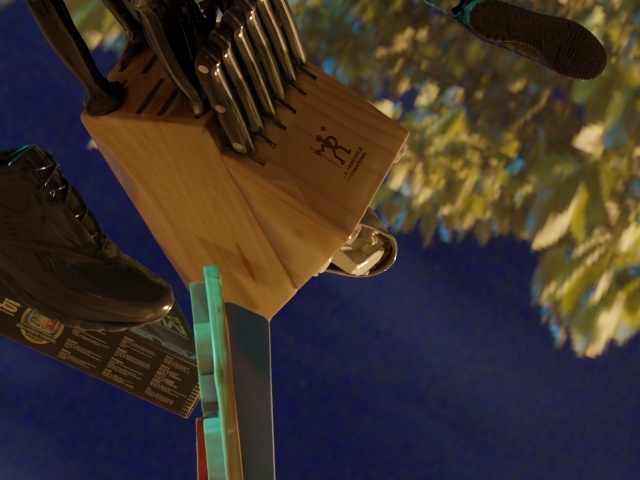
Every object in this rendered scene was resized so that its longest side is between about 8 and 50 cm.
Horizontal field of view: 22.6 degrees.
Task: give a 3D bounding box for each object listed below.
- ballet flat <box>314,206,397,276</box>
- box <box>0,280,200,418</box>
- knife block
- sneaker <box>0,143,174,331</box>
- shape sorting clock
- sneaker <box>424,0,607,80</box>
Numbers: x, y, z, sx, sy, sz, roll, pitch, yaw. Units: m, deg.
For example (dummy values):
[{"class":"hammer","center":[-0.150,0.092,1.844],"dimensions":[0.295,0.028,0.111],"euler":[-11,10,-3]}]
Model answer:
[{"class":"ballet flat","center":[0.000,0.000,1.392],"dimensions":[0.068,0.213,0.072],"euler":[48,-67,25]},{"class":"box","center":[-0.255,0.063,1.632],"dimensions":[0.270,0.060,0.216],"euler":[28,9,-23]},{"class":"knife block","center":[-0.084,-0.073,0.964],"dimensions":[0.242,0.088,0.275],"euler":[34,-30,-5]},{"class":"sneaker","center":[-0.255,-0.014,1.457],"dimensions":[0.286,0.109,0.130],"euler":[27,-76,-14]},{"class":"shape sorting clock","center":[-0.041,0.113,0.698],"dimensions":[0.040,0.206,0.206],"euler":[-2,-36,-3]},{"class":"sneaker","center":[0.184,-0.202,1.512],"dimensions":[0.170,0.051,0.089],"euler":[21,10,-11]}]
